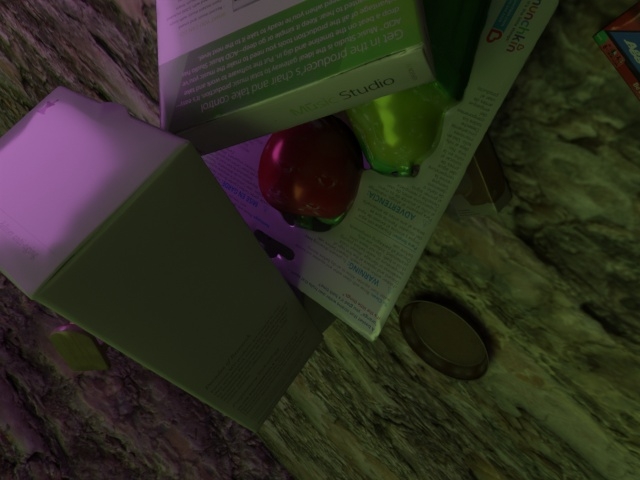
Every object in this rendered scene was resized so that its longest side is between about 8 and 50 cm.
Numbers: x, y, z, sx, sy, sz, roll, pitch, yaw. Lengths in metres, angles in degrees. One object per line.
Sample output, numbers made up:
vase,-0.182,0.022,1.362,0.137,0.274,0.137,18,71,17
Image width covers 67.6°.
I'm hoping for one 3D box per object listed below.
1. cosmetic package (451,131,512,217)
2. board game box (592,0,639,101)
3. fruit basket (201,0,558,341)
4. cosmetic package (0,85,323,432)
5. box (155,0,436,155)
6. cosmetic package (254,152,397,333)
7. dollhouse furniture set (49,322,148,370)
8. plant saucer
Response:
cosmetic package,0.178,-0.087,0.577,0.060,0.041,0.115,-7,116,53
board game box,0.360,-0.094,0.364,0.281,0.027,0.145,52,146,-1
fruit basket,0.011,-0.128,0.515,0.327,0.165,0.353,31,110,27
cosmetic package,-0.155,0.044,0.502,0.196,0.155,0.366,26,159,33
box,-0.041,-0.255,0.419,0.232,0.058,0.322,-12,74,23
cosmetic package,0.000,0.000,0.710,0.138,0.224,0.225,32,142,26
dollhouse furniture set,-0.273,0.021,0.908,0.393,0.362,0.257,1,139,-4
plant saucer,0.207,0.161,0.798,0.168,0.029,0.169,31,143,27
